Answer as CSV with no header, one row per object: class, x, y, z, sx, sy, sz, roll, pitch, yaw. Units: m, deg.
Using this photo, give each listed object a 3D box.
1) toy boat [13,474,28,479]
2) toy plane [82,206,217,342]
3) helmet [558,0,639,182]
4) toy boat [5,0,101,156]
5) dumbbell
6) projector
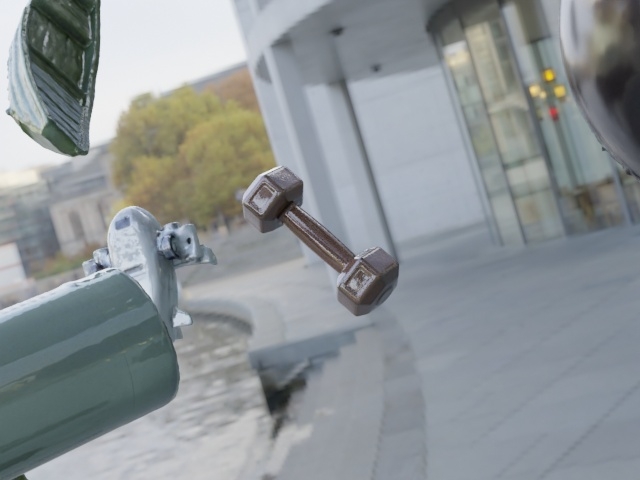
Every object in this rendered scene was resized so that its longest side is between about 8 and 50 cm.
toy boat,-0.280,0.243,1.084,0.066,0.172,0.065,11,34,38
toy plane,-0.207,0.042,1.463,0.174,0.174,0.080,-16,-5,18
helmet,0.204,-0.108,0.517,0.216,0.189,0.193,-49,-3,17
toy boat,-0.243,-0.161,1.108,0.055,0.093,0.293,-34,35,18
dumbbell,0.000,0.000,1.586,0.092,0.231,0.082,-52,-16,11
projector,-0.254,0.119,0.750,0.338,0.108,0.108,-23,4,-33
